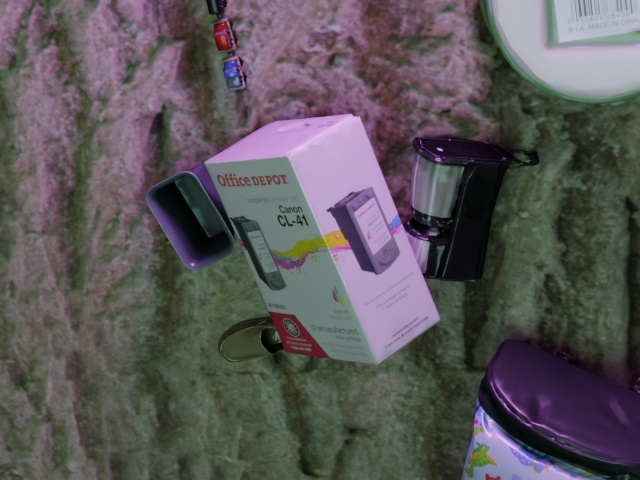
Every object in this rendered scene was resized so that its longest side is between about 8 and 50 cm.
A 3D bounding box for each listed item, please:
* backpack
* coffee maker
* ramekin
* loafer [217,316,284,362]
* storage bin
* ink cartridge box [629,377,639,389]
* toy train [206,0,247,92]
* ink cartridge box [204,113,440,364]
[{"bbox_3d":[0.313,0.367,1.778,0.290,0.273,0.355,27,137,19],"label":"backpack"},{"bbox_3d":[0.193,-0.038,1.713,0.171,0.120,0.178,11,112,5],"label":"coffee maker"},{"bbox_3d":[0.342,-0.314,1.568,0.303,0.148,0.303,3,111,9],"label":"ramekin"},{"bbox_3d":[-0.088,0.144,1.866,0.148,0.050,0.056,-23,105,17],"label":"loafer"},{"bbox_3d":[-0.177,-0.038,1.792,0.098,0.091,0.135,-26,103,18],"label":"storage bin"},{"bbox_3d":[0.510,0.249,1.761,0.179,0.045,0.145,14,155,2],"label":"ink cartridge box"},{"bbox_3d":[-0.129,-0.275,1.724,0.027,0.036,0.158,-10,108,13],"label":"toy train"},{"bbox_3d":[0.000,0.000,1.700,0.226,0.131,0.306,1,119,56],"label":"ink cartridge box"}]
